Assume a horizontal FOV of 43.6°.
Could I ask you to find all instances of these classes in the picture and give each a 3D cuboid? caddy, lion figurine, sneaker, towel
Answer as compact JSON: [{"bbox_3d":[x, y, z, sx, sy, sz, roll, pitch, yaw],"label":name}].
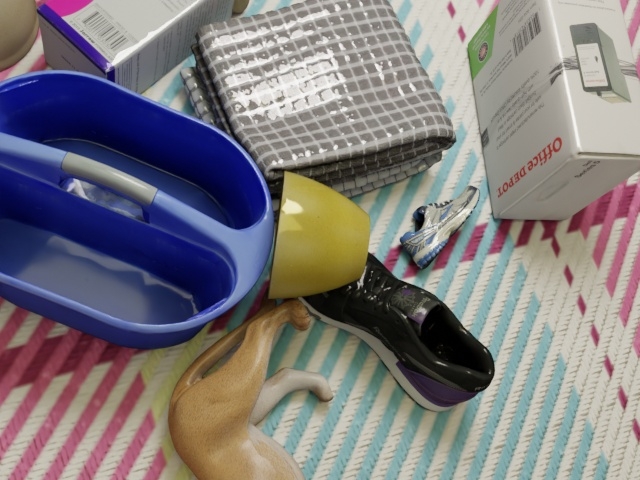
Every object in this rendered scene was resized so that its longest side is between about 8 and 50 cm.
[{"bbox_3d":[-0.219,-0.031,0.829,0.341,0.179,0.241,22,64,-6],"label":"caddy"},{"bbox_3d":[-0.062,0.248,0.805,0.240,0.142,0.392,-24,63,-14],"label":"lion figurine"},{"bbox_3d":[0.149,-0.030,1.000,0.058,0.052,0.135,40,64,7],"label":"sneaker"},{"bbox_3d":[0.080,0.067,0.901,0.283,0.124,0.107,39,64,2],"label":"sneaker"},{"bbox_3d":[-0.002,-0.172,0.973,0.283,0.121,0.235,-18,74,-22],"label":"towel"}]

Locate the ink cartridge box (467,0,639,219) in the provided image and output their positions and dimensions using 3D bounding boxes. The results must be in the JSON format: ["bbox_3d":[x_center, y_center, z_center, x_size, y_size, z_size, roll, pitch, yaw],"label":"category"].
[{"bbox_3d":[0.293,-0.183,1.017,0.114,0.198,0.273,1,69,-16],"label":"ink cartridge box"}]

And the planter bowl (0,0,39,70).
[{"bbox_3d":[-0.408,-0.284,0.913,0.162,0.109,0.162,6,68,-14],"label":"planter bowl"}]

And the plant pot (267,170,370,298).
[{"bbox_3d":[0.000,0.000,0.838,0.095,0.134,0.134,7,67,-4],"label":"plant pot"}]

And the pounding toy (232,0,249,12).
[{"bbox_3d":[-0.133,-0.439,1.004,0.154,0.154,0.270,-11,82,-9],"label":"pounding toy"}]

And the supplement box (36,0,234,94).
[{"bbox_3d":[-0.213,-0.269,0.959,0.111,0.114,0.220,43,66,4],"label":"supplement box"}]
